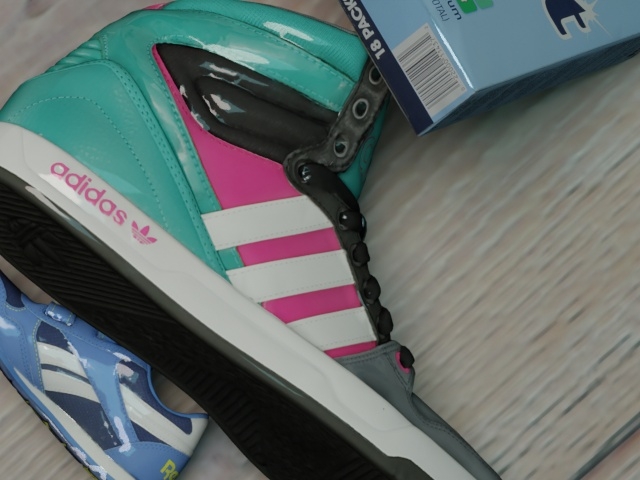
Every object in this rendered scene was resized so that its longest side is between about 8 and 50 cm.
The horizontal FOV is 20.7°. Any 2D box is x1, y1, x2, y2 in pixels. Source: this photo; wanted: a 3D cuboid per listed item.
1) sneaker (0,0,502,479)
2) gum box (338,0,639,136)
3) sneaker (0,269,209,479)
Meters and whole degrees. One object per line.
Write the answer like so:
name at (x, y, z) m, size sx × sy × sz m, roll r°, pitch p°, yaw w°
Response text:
sneaker at (0.000, 0.000, 0.778) m, size 0.295 × 0.124 × 0.178 m, roll 42°, pitch 64°, yaw -17°
gum box at (0.069, -0.141, 0.786) m, size 0.184 × 0.041 × 0.157 m, roll -22°, pitch 79°, yaw -48°
sneaker at (-0.111, 0.055, 0.793) m, size 0.059 × 0.053 × 0.144 m, roll -42°, pitch 93°, yaw -10°
